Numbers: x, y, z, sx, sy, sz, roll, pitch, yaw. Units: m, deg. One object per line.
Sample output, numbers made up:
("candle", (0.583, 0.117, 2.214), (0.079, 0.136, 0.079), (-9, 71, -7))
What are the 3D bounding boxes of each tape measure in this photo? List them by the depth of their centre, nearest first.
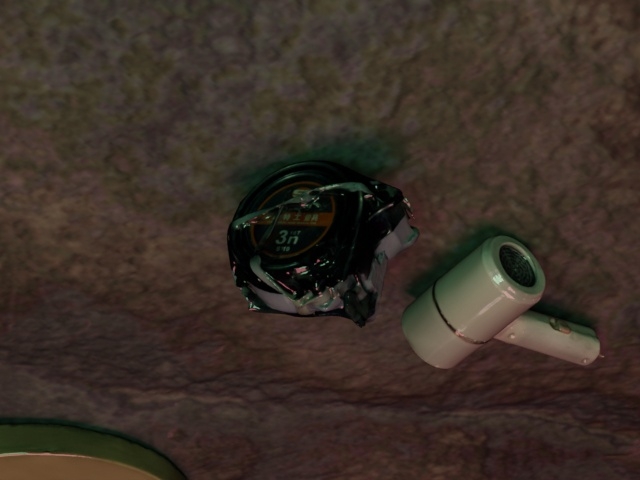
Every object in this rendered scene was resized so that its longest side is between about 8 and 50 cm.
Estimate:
("tape measure", (-0.001, -0.001, 0.830), (0.094, 0.091, 0.054), (11, 150, 35))

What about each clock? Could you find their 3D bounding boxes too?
("clock", (-0.206, 0.200, 1.110), (0.235, 0.029, 0.235), (-4, 142, -3))

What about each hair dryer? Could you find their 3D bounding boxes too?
("hair dryer", (0.125, 0.048, 0.940), (0.137, 0.047, 0.082), (19, 135, -33))
